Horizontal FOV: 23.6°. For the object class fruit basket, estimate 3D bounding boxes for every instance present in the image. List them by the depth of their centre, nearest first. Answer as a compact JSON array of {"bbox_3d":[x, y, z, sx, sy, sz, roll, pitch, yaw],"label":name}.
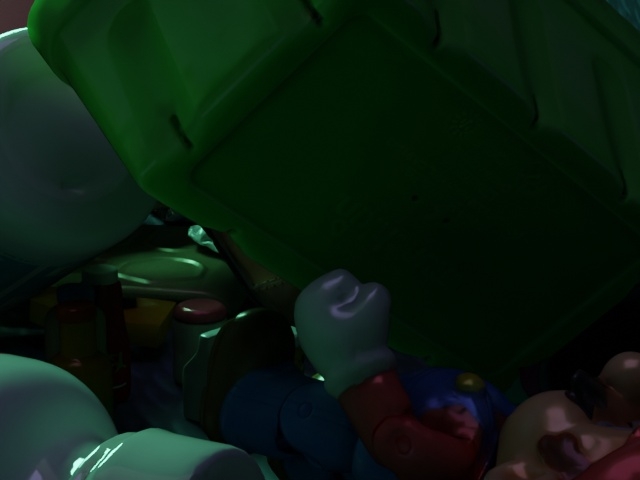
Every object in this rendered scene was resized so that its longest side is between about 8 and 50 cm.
[{"bbox_3d":[0.039,-0.138,0.944,0.283,0.392,0.392,-42,0,20],"label":"fruit basket"}]

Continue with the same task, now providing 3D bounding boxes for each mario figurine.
[{"bbox_3d":[0.096,0.094,0.802,0.320,0.170,0.198,12,17,43],"label":"mario figurine"}]

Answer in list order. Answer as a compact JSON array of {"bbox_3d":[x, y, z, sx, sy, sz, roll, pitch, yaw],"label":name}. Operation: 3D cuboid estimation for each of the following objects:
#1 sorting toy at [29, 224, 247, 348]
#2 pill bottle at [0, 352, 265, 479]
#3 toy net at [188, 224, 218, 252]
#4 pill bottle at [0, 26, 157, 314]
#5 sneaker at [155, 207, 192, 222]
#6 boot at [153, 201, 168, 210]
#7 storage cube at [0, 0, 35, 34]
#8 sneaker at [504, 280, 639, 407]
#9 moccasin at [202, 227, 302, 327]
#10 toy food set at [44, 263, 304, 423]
[{"bbox_3d":[-0.175,0.035,1.283,0.229,0.041,0.307,7,15,6],"label":"sorting toy"},{"bbox_3d":[-0.189,0.127,0.635,0.318,0.176,0.176,6,15,20],"label":"pill bottle"},{"bbox_3d":[0.000,0.000,1.330,0.232,0.045,0.122,15,18,17],"label":"toy net"},{"bbox_3d":[-0.218,-0.031,1.018,0.146,0.146,0.264,-10,-10,-35],"label":"pill bottle"},{"bbox_3d":[-0.136,-0.046,1.583,0.073,0.063,0.162,16,13,-19],"label":"sneaker"},{"bbox_3d":[-0.252,-0.092,1.449,0.211,0.104,0.295,-4,22,-33],"label":"boot"},{"bbox_3d":[-0.270,-0.114,1.226,0.193,0.183,0.215,-3,51,-18],"label":"storage cube"},{"bbox_3d":[0.247,0.066,0.989,0.295,0.124,0.178,-9,11,-7],"label":"sneaker"},{"bbox_3d":[-0.068,-0.085,1.257,0.139,0.147,0.380,33,11,-45],"label":"moccasin"},{"bbox_3d":[-0.106,0.066,1.018,0.111,0.104,0.232,13,19,39],"label":"toy food set"}]
